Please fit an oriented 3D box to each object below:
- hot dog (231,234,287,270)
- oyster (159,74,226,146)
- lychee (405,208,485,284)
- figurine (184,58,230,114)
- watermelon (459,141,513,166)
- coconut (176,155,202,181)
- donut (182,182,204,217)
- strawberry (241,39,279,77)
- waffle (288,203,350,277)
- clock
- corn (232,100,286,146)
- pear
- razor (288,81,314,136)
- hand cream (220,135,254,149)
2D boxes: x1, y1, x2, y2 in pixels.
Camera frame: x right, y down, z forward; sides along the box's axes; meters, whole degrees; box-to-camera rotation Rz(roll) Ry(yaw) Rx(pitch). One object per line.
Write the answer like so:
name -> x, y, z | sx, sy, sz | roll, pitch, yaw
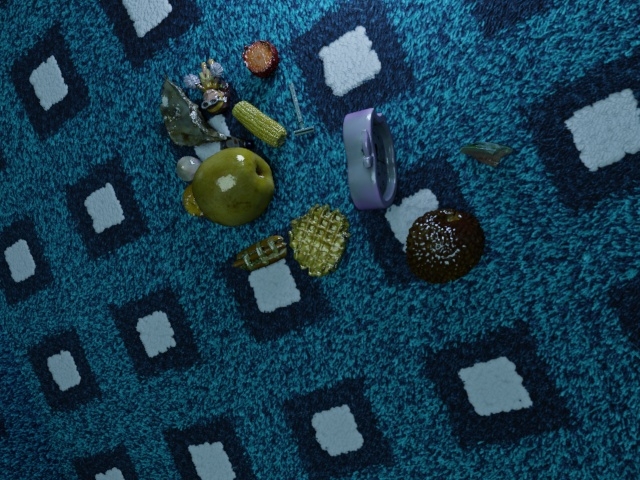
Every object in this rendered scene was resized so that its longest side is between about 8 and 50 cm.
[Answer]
hot dog -> -0.252, 0.060, 1.742 | 0.270, 0.072, 0.109 | -22, 87, 18
oyster -> -0.566, -0.506, 1.775 | 0.396, 0.111, 0.204 | 50, 124, 9
lychee -> 0.419, 0.026, 1.429 | 0.268, 0.267, 0.267 | 2, 97, 18
figurine -> -0.444, -0.628, 1.702 | 0.175, 0.116, 0.239 | -19, 84, 17
watermelon -> 0.557, -0.303, 1.429 | 0.155, 0.101, 0.080 | 30, 116, 23
coconut -> -0.556, -0.301, 1.771 | 0.110, 0.124, 0.110 | 2, 96, 16
donut -> -0.503, -0.179, 1.803 | 0.179, 0.065, 0.162 | -2, 91, 20
strawberry -> -0.229, -0.706, 1.635 | 0.145, 0.086, 0.145 | 2, 98, 17
waffle -> -0.001, 0.000, 1.655 | 0.262, 0.060, 0.280 | -23, 89, 20
clock -> 0.172, -0.271, 1.430 | 0.102, 0.339, 0.338 | -5, 95, 24
corn -> -0.244, -0.463, 1.666 | 0.244, 0.093, 0.093 | 37, 106, 12
pear -> -0.337, -0.204, 1.623 | 0.315, 0.314, 0.313 | 2, 97, 18
razor -> -0.089, -0.517, 1.643 | 0.084, 0.036, 0.211 | -15, 85, -4
hand cream -> -0.354, -0.403, 1.740 | 0.163, 0.039, 0.062 | 6, 114, 20
